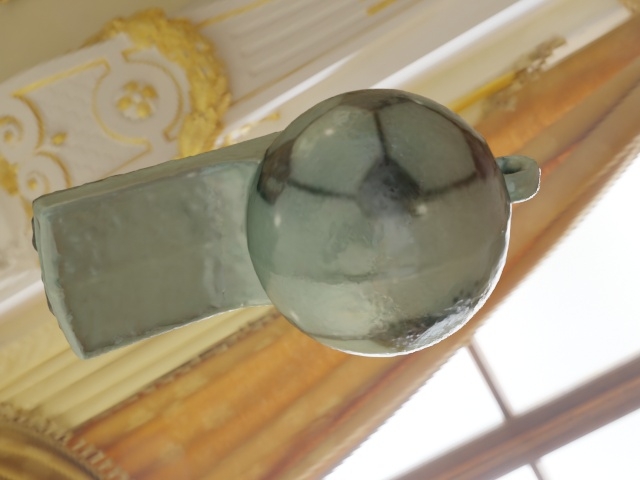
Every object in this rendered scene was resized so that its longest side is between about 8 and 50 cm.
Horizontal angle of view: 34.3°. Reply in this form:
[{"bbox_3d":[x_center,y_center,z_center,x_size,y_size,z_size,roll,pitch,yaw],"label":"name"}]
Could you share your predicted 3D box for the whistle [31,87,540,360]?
[{"bbox_3d":[0.000,0.000,0.576,0.163,0.289,0.164,53,153,42],"label":"whistle"}]
